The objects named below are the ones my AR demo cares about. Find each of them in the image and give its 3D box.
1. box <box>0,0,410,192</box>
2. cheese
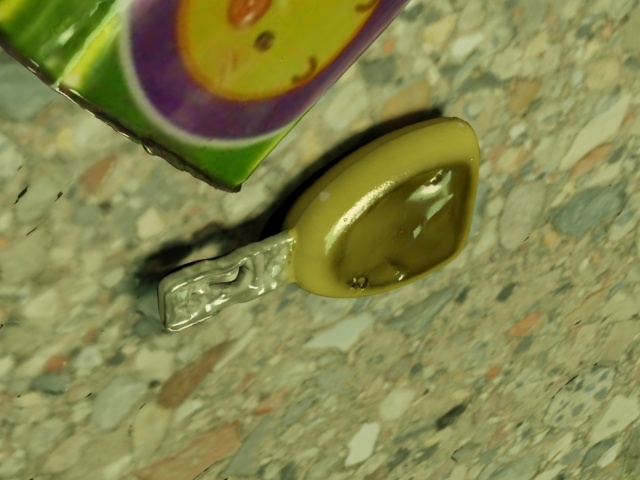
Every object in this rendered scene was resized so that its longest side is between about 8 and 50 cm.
[{"bbox_3d":[0.045,-0.175,0.385,0.345,0.097,0.134,-47,144,8],"label":"box"},{"bbox_3d":[0.000,-0.001,0.586,0.162,0.036,0.086,-21,139,-27],"label":"cheese"}]
